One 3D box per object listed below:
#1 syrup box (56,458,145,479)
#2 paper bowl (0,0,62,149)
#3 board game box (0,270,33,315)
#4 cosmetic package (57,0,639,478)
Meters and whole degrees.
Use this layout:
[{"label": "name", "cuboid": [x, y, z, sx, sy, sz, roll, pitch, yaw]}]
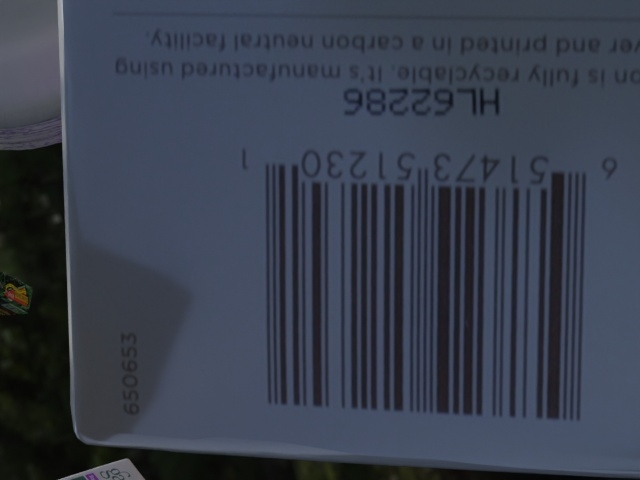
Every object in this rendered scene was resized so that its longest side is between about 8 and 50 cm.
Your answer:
[{"label": "syrup box", "cuboid": [-0.258, 0.289, 1.737, 0.093, 0.237, 0.096, 46, 136, 36]}, {"label": "paper bowl", "cuboid": [-0.249, -0.220, 1.476, 0.148, 0.284, 0.284, 108, 144, -82]}, {"label": "board game box", "cuboid": [-0.357, 0.013, 1.510, 0.259, 0.136, 0.030, 37, -124, -57]}, {"label": "cosmetic package", "cuboid": [0.079, -0.092, 0.974, 0.393, 0.329, 0.327, -43, -47, -75]}]
